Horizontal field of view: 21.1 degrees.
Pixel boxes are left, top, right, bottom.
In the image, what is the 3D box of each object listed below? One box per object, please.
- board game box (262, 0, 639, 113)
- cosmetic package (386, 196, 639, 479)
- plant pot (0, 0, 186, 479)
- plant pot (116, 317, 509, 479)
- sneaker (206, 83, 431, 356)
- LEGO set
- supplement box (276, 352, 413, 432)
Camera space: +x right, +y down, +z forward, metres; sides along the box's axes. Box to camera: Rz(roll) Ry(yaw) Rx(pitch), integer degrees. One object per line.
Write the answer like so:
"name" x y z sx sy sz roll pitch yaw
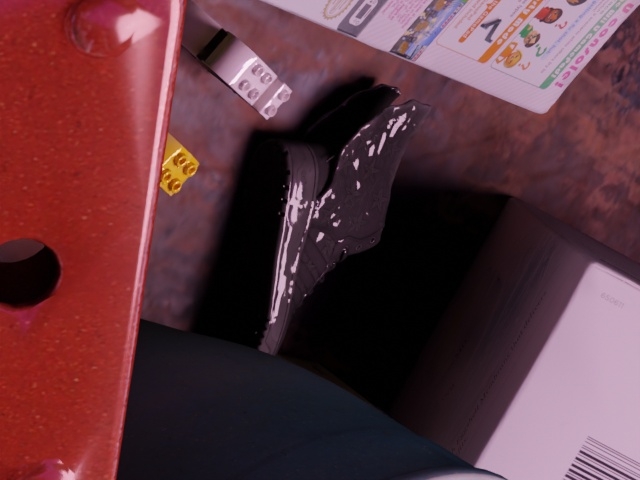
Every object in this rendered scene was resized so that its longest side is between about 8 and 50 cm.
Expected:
"board game box" 0.079 -0.194 0.776 0.224 0.097 0.303 -47 148 19
"cosmetic package" 0.130 0.115 0.995 0.138 0.225 0.224 28 96 -8
"plant pot" -0.165 -0.046 0.506 0.267 0.236 0.267 -1 120 -23
"plant pot" -0.076 0.157 0.798 0.271 0.255 0.272 -27 135 -31
"sneaker" -0.002 -0.001 0.928 0.089 0.051 0.170 -3 116 -40
"LEGO set" -0.084 -0.079 0.734 0.087 0.093 0.227 -49 149 0
"supplement box" -0.008 0.108 0.973 0.083 0.083 0.056 19 103 -52
